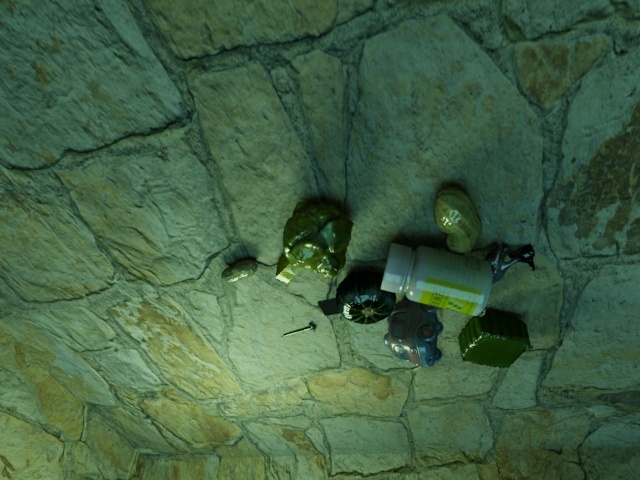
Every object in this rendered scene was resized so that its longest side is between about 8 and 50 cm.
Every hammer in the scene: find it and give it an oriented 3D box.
[{"bbox_3d":[-0.101,0.438,2.316,0.182,0.017,0.062,-22,129,26],"label":"hammer"}]

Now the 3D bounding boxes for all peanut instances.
[{"bbox_3d":[0.486,-0.062,1.699,0.147,0.147,0.305,-20,134,23],"label":"peanut"},{"bbox_3d":[-0.338,0.127,1.986,0.175,0.080,0.080,-23,128,24],"label":"peanut"}]

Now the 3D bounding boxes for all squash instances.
[{"bbox_3d":[0.186,0.235,1.987,0.252,0.165,0.252,0,133,0],"label":"squash"}]

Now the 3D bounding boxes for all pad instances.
[{"bbox_3d":[0.075,0.294,2.167,0.157,0.003,0.112,-12,132,17],"label":"pad"}]

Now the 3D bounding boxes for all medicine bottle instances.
[{"bbox_3d":[0.429,0.137,1.795,0.379,0.213,0.213,13,135,7],"label":"medicine bottle"}]

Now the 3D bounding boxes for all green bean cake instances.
[{"bbox_3d":[0.765,0.438,2.139,0.247,0.156,0.249,11,134,-4],"label":"green bean cake"}]

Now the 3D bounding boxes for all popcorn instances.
[{"bbox_3d":[0.002,-0.001,1.732,0.277,0.225,0.276,-6,136,-6],"label":"popcorn"}]

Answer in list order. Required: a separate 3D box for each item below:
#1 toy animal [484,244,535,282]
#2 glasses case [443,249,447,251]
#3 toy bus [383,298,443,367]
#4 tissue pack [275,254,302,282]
[{"bbox_3d":[0.679,0.120,1.881,0.195,0.090,0.324,31,127,-23],"label":"toy animal"},{"bbox_3d":[0.502,0.069,1.887,0.021,0.032,0.083,-26,128,25],"label":"glasses case"},{"bbox_3d":[0.386,0.381,2.034,0.232,0.294,0.197,-3,138,22],"label":"toy bus"},{"bbox_3d":[-0.106,0.079,1.906,0.062,0.095,0.176,28,131,-23],"label":"tissue pack"}]
